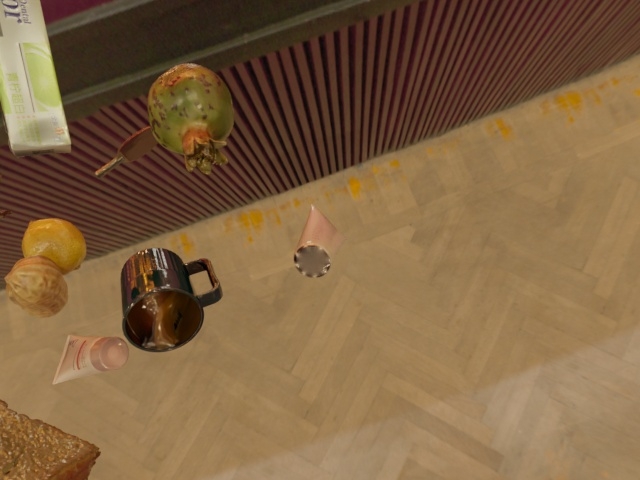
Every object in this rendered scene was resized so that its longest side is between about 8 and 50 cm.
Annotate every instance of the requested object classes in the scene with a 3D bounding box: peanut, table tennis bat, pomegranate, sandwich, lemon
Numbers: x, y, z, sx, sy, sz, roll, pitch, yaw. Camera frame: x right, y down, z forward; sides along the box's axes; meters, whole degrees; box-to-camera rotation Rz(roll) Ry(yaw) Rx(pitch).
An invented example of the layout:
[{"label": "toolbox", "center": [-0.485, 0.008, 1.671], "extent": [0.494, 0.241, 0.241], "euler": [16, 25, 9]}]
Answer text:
[{"label": "peanut", "center": [-0.828, 0.147, 1.430], "extent": [0.153, 0.325, 0.140], "euler": [-16, 73, -32]}, {"label": "table tennis bat", "center": [-0.673, -0.309, 1.710], "extent": [0.274, 0.154, 0.021], "euler": [-39, 84, -8]}, {"label": "pomegranate", "center": [-0.305, -0.309, 1.197], "extent": [0.231, 0.231, 0.286], "euler": [-47, 42, -3]}, {"label": "sandwich", "center": [-0.522, 0.337, 0.732], "extent": [0.273, 0.249, 0.095], "euler": [25, 90, 3]}, {"label": "lemon", "center": [-0.848, 0.019, 1.548], "extent": [0.178, 0.178, 0.203], "euler": [-38, 107, -1]}]

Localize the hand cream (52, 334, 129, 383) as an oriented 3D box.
[{"label": "hand cream", "center": [-0.604, 0.295, 1.255], "extent": [0.248, 0.083, 0.133], "euler": [-14, 55, 30]}]

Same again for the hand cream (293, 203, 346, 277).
[{"label": "hand cream", "center": [0.000, 0.000, 1.617], "extent": [0.185, 0.358, 0.118], "euler": [44, 113, -9]}]

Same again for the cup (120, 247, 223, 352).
[{"label": "cup", "center": [-0.515, 0.164, 1.616], "extent": [0.308, 0.292, 0.242], "euler": [-43, 127, 1]}]

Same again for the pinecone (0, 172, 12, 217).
[{"label": "pinecone", "center": [-0.672, -0.091, 0.855], "extent": [0.203, 0.229, 0.201], "euler": [-18, 55, 37]}]

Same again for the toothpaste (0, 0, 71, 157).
[{"label": "toothpaste", "center": [-0.443, -0.295, 0.709], "extent": [0.081, 0.067, 0.336], "euler": [-13, 95, -28]}]
